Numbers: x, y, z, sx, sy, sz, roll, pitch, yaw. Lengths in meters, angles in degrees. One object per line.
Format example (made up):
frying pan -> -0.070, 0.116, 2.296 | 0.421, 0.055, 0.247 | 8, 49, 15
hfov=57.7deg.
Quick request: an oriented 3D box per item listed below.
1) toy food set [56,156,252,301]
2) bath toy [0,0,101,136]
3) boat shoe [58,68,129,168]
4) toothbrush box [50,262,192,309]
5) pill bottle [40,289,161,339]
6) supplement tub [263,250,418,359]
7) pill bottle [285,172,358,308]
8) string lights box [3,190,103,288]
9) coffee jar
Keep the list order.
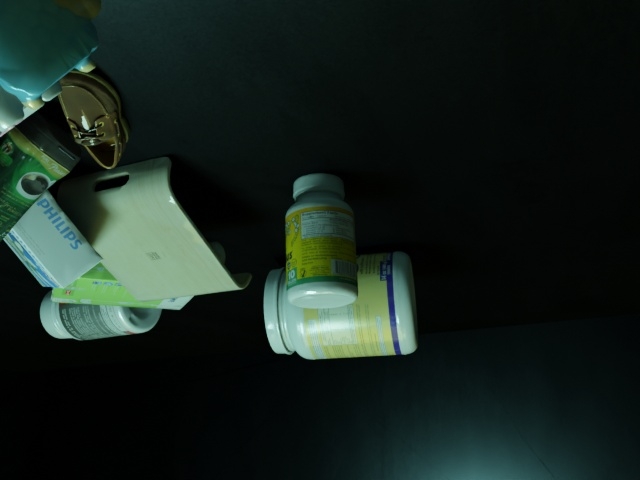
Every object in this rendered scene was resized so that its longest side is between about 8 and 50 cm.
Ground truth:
toy food set -> -0.280, -0.007, 1.020 | 0.219, 0.092, 0.306 | -8, 136, 20
bath toy -> -0.354, -0.168, 0.588 | 0.348, 0.151, 0.129 | -14, 123, 41
boat shoe -> -0.285, -0.150, 0.737 | 0.064, 0.060, 0.178 | -1, 161, -3
toothbrush box -> -0.415, 0.063, 1.247 | 0.283, 0.122, 0.206 | 8, 157, -24
pill bottle -> -0.561, 0.167, 1.476 | 0.283, 0.161, 0.161 | -11, 159, 24
supplement tub -> 0.054, 0.155, 1.367 | 0.331, 0.241, 0.241 | -5, 160, 11
pill bottle -> 0.000, 0.000, 0.964 | 0.117, 0.208, 0.117 | -2, 161, -1
string lights box -> -0.453, 0.004, 0.959 | 0.133, 0.077, 0.259 | 56, 153, -15
coffee jar -> -0.408, -0.083, 0.763 | 0.079, 0.184, 0.096 | 41, 172, 18
